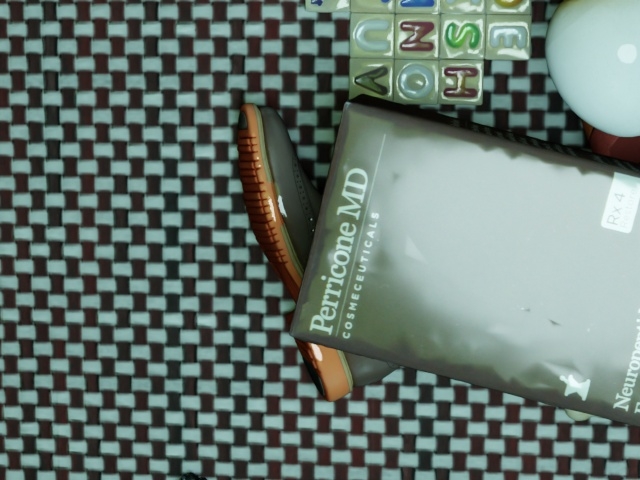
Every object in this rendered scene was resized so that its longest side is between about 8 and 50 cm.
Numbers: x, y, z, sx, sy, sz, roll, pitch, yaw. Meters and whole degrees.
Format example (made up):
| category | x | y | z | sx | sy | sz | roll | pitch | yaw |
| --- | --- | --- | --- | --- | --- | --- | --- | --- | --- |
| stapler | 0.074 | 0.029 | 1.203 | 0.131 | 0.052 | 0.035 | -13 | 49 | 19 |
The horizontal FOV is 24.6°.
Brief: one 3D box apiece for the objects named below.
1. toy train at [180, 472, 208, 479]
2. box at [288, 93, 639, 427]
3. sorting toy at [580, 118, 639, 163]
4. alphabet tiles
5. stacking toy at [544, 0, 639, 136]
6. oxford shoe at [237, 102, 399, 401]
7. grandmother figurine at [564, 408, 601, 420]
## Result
| category | x | y | z | sx | sy | sz | roll | pitch | yaw |
| --- | --- | --- | --- | --- | --- | --- | --- | --- | --- |
| toy train | -0.074 | 0.277 | 1.368 | 0.036 | 0.027 | 0.158 | -43 | 92 | 1 |
| box | 0.184 | 0.022 | 1.143 | 0.381 | 0.143 | 0.191 | 14 | 98 | 5 |
| sorting toy | 0.325 | -0.224 | 1.211 | 0.365 | 0.127 | 0.126 | -47 | 68 | 14 |
| alphabet tiles | 0.085 | -0.237 | 1.274 | 0.198 | 0.009 | 0.237 | 2 | 99 | 7 |
| stacking toy | 0.190 | -0.312 | 1.093 | 0.350 | 0.350 | 0.480 | -14 | 102 | 9 |
| oxford shoe | 0.000 | 0.000 | 1.293 | 0.098 | 0.097 | 0.271 | -21 | 101 | -10 |
| grandmother figurine | 0.274 | 0.067 | 1.259 | 0.342 | 0.104 | 0.208 | 18 | 128 | 1 |
